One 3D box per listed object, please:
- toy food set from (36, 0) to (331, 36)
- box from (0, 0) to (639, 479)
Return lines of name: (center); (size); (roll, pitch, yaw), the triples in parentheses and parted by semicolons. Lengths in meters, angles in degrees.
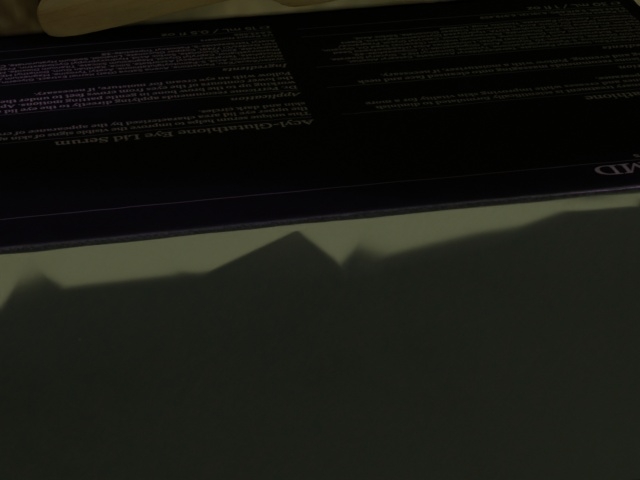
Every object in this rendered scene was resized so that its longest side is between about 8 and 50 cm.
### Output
toy food set: (-0.056, -0.164, 0.591); (0.132, 0.038, 0.192); (-10, 119, 1)
box: (0.000, 0.000, 0.584); (0.261, 0.184, 0.103); (-5, 112, -8)
